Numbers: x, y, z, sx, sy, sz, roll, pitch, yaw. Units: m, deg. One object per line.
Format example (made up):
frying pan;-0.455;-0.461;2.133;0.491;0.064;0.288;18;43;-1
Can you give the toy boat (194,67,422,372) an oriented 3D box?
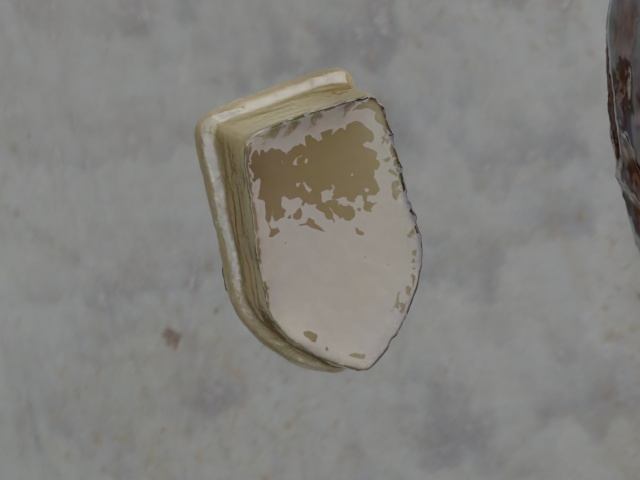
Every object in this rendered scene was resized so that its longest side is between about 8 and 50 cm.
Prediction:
toy boat;0.000;0.000;1.107;0.116;0.061;0.188;-21;110;-21

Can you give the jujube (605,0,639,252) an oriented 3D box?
jujube;0.260;-0.059;0.866;0.246;0.215;0.308;0;103;8
